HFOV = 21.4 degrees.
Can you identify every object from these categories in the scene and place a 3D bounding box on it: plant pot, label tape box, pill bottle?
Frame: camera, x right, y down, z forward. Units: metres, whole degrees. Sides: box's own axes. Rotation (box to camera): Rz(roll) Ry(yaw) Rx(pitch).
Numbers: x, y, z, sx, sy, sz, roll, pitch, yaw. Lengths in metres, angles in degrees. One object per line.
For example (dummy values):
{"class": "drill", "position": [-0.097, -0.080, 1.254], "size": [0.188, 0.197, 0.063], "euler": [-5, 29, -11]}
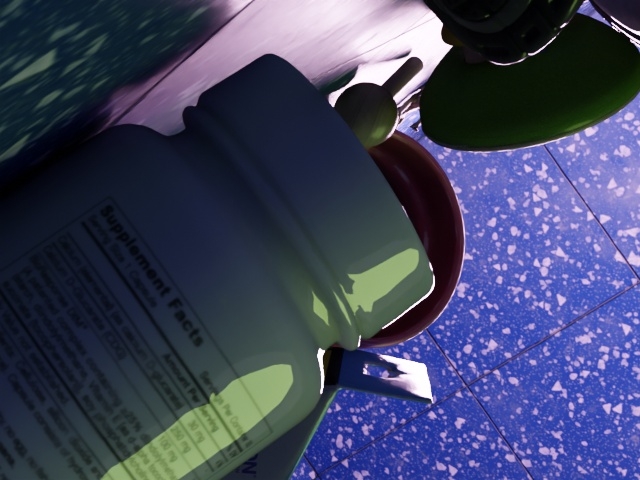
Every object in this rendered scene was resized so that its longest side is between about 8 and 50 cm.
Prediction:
{"class": "plant pot", "position": [0.000, 0.000, 1.553], "size": [0.201, 0.201, 0.180], "euler": [-35, -165, -29]}
{"class": "label tape box", "position": [-0.090, 0.143, 1.360], "size": [0.348, 0.115, 0.249], "euler": [6, -177, 1]}
{"class": "pill bottle", "position": [-0.100, 0.049, 0.754], "size": [0.283, 0.160, 0.160], "euler": [-35, 179, -9]}

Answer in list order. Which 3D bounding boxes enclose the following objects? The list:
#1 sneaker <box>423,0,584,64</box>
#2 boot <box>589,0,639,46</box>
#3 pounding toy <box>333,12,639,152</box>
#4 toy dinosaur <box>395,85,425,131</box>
{"class": "sneaker", "position": [0.139, -0.170, 0.664], "size": [0.130, 0.109, 0.286], "euler": [-42, -168, -28]}
{"class": "boot", "position": [0.294, -0.227, 1.339], "size": [0.118, 0.338, 0.223], "euler": [-50, 135, -1]}
{"class": "pounding toy", "position": [0.132, -0.157, 1.345], "size": [0.237, 0.110, 0.183], "euler": [-3, -152, 28]}
{"class": "toy dinosaur", "position": [0.142, -0.176, 1.975], "size": [0.183, 0.053, 0.092], "euler": [-28, -163, 20]}
